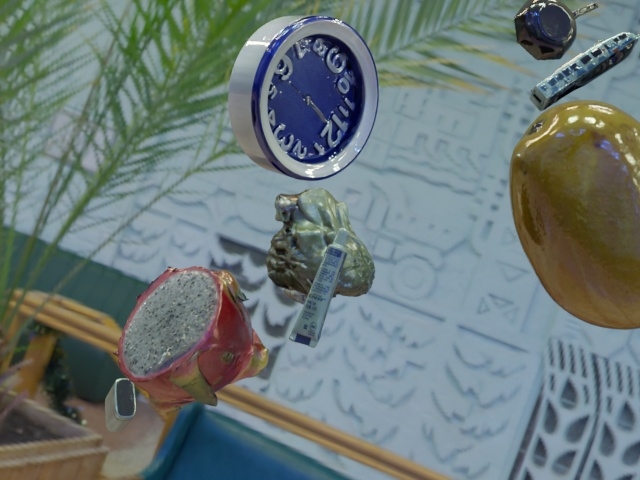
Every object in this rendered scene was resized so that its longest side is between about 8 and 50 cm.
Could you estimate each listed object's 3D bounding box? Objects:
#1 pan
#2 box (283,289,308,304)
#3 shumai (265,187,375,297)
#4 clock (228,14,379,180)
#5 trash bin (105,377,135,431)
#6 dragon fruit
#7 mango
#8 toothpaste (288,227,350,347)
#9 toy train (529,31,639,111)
[{"bbox_3d":[0.476,-0.453,1.832,0.128,0.202,0.048,41,-18,-8],"label":"pan"},{"bbox_3d":[-0.049,0.119,2.246,0.045,0.062,0.098,41,-10,-15],"label":"box"},{"bbox_3d":[0.000,0.002,1.806,0.189,0.218,0.256,-9,9,-32],"label":"shumai"},{"bbox_3d":[-0.022,-0.203,1.308,0.083,0.230,0.230,16,-4,44],"label":"clock"},{"bbox_3d":[-0.566,0.465,2.588,0.059,0.116,0.130,5,-31,-25],"label":"trash bin"},{"bbox_3d":[-0.245,0.215,1.886,0.305,0.305,0.226,19,-22,47],"label":"dragon fruit"},{"bbox_3d":[0.516,-0.044,1.718,0.300,0.446,0.232,-19,2,-12],"label":"mango"},{"bbox_3d":[0.005,0.080,1.603,0.062,0.216,0.037,13,-11,39],"label":"toothpaste"},{"bbox_3d":[0.425,-0.277,1.465,0.047,0.207,0.043,53,-15,17],"label":"toy train"}]
